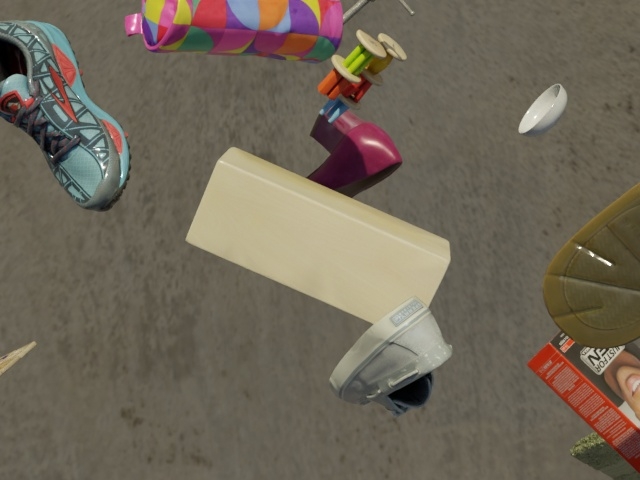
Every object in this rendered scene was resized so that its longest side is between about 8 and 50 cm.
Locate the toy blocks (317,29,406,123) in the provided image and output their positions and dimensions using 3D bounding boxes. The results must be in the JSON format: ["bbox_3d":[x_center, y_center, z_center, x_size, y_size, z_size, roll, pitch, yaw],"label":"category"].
[{"bbox_3d":[0.039,-0.224,1.487,0.148,0.123,0.054,-45,74,25],"label":"toy blocks"}]

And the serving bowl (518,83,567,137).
[{"bbox_3d":[0.305,-0.170,1.424,0.027,0.083,0.083,36,105,-11],"label":"serving bowl"}]

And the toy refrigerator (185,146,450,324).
[{"bbox_3d":[0.000,0.000,1.170,0.270,0.094,0.102,23,106,-1],"label":"toy refrigerator"}]

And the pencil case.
[{"bbox_3d":[-0.090,-0.250,1.176,0.236,0.104,0.104,-1,114,-33],"label":"pencil case"}]

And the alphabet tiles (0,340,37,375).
[{"bbox_3d":[-0.505,0.222,1.386,0.198,0.237,0.009,-24,103,29],"label":"alphabet tiles"}]

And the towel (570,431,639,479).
[{"bbox_3d":[0.382,0.276,1.332,0.110,0.148,0.027,28,69,2],"label":"towel"}]

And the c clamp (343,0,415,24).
[{"bbox_3d":[0.023,-0.313,1.406,0.161,0.022,0.137,-31,99,28],"label":"c clamp"}]

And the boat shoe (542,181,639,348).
[{"bbox_3d":[0.213,-0.026,0.545,0.223,0.073,0.080,-39,80,12],"label":"boat shoe"}]

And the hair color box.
[{"bbox_3d":[0.250,0.126,0.884,0.141,0.072,0.043,44,142,12],"label":"hair color box"}]

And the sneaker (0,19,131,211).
[{"bbox_3d":[-0.314,-0.137,1.180,0.104,0.125,0.261,-42,69,24],"label":"sneaker"}]

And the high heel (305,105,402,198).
[{"bbox_3d":[0.024,-0.056,1.924,0.127,0.181,0.377,-20,141,-37],"label":"high heel"}]

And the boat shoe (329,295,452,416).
[{"bbox_3d":[0.069,0.130,1.014,0.079,0.227,0.081,-32,76,-22],"label":"boat shoe"}]
